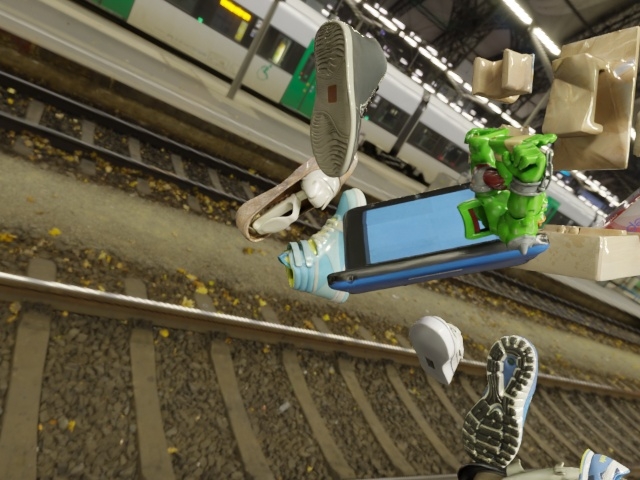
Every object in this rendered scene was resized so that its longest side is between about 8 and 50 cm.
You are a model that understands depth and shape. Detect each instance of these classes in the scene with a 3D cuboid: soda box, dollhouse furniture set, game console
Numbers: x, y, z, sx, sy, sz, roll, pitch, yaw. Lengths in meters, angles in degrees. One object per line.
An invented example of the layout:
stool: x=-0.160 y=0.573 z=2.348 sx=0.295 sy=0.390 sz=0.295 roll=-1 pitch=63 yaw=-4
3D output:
soda box: x=0.686 y=-0.063 z=0.936 sx=0.083 sy=0.263 sz=0.092 roll=42 pitch=33 yaw=12
dollhouse furniture set: x=0.485 y=-0.143 z=0.786 sx=0.256 sy=0.394 sz=0.362 roll=-1 pitch=6 yaw=-34
game console: x=0.162 y=-0.023 z=0.706 sx=0.250 sy=0.293 sz=0.173 roll=31 pitch=48 yaw=-73

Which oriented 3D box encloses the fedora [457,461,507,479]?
fedora: x=0.414 y=0.618 z=0.917 sx=0.334 sy=0.334 sz=0.152 roll=36 pitch=57 yaw=14

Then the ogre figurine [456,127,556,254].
ogre figurine: x=0.204 y=-0.062 z=0.512 sx=0.097 sy=0.118 sz=0.197 roll=-13 pitch=20 yaw=-14

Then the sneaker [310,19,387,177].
sneaker: x=0.053 y=-0.209 z=0.690 sx=0.083 sy=0.222 sz=0.118 roll=14 pitch=18 yaw=40

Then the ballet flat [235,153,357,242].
ballet flat: x=-0.044 y=-0.090 z=0.991 sx=0.107 sy=0.316 sz=0.106 roll=49 pitch=13 yaw=-36

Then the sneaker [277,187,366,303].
sneaker: x=0.000 y=0.000 z=1.205 sx=0.208 sy=0.319 sz=0.127 roll=12 pitch=-2 yaw=-16

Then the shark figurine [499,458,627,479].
shark figurine: x=0.435 y=0.464 z=0.801 sx=0.166 sy=0.278 sz=0.116 roll=2 pitch=69 yaw=-61

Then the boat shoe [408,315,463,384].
boat shoe: x=0.243 y=0.206 z=0.916 sx=0.095 sy=0.084 sz=0.258 roll=30 pitch=-23 yaw=29

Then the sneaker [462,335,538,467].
sneaker: x=0.442 y=0.383 z=1.060 sx=0.130 sy=0.330 sz=0.147 roll=23 pitch=9 yaw=40

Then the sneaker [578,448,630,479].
sneaker: x=0.388 y=0.370 z=0.620 sx=0.059 sy=0.144 sz=0.053 roll=3 pitch=-21 yaw=37
